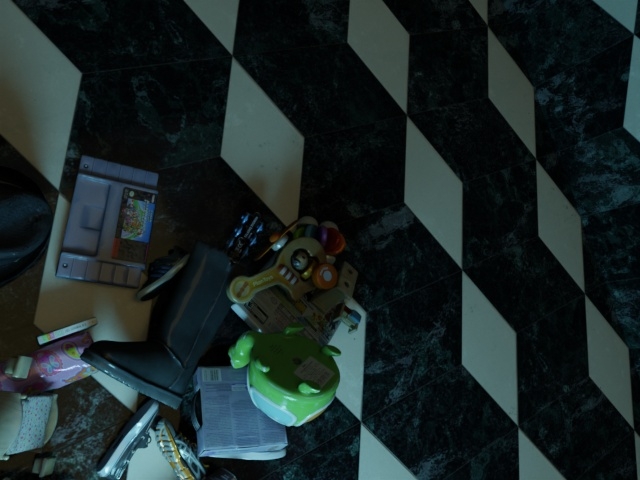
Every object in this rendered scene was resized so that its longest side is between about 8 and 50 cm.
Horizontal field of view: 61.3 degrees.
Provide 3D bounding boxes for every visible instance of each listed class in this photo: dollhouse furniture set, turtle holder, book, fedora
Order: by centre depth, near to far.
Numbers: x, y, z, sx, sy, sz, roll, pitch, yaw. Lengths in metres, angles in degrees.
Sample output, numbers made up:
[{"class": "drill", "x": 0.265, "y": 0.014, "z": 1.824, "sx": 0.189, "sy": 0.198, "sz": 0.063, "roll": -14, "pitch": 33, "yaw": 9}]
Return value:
[{"class": "dollhouse furniture set", "x": -0.621, "y": 0.469, "z": 1.271, "sx": 0.173, "sy": 0.303, "sz": 0.356, "roll": 8, "pitch": 74, "yaw": 3}, {"class": "fedora", "x": -0.789, "y": -0.037, "z": 1.324, "sx": 0.334, "sy": 0.152, "sz": 0.334, "roll": 0, "pitch": 90, "yaw": -57}, {"class": "book", "x": -0.669, "y": 0.241, "z": 1.429, "sx": 0.144, "sy": 0.096, "sz": 0.035, "roll": -19, "pitch": 88, "yaw": -31}, {"class": "turtle holder", "x": -0.114, "y": 0.388, "z": 1.518, "sx": 0.320, "sy": 0.227, "sz": 0.243, "roll": 14, "pitch": 33, "yaw": -5}, {"class": "dollhouse furniture set", "x": 0.090, "y": 0.191, "z": 1.797, "sx": 0.183, "sy": 0.129, "sz": 0.129, "roll": 41, "pitch": 40, "yaw": -19}]

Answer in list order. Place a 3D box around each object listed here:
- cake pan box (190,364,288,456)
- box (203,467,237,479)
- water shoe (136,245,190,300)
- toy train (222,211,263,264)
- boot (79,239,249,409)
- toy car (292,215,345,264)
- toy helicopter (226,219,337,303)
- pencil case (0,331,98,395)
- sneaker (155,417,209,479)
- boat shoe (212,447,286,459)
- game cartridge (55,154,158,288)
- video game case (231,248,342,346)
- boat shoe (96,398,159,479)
[{"class": "cake pan box", "x": -0.239, "y": 0.490, "z": 1.575, "sx": 0.266, "sy": 0.070, "sz": 0.246, "roll": 6, "pitch": 51, "yaw": -28}, {"class": "box", "x": -0.364, "y": 0.815, "z": 1.450, "sx": 0.381, "sy": 0.143, "sz": 0.191, "roll": -30, "pitch": 94, "yaw": -28}, {"class": "water shoe", "x": -0.473, "y": 0.097, "z": 1.593, "sx": 0.080, "sy": 0.073, "sz": 0.203, "roll": 41, "pitch": 57, "yaw": 10}, {"class": "toy train", "x": -0.248, "y": -0.008, "z": 1.705, "sx": 0.080, "sy": 0.105, "sz": 0.184, "roll": 34, "pitch": 65, "yaw": -15}, {"class": "boot", "x": -0.405, "y": 0.195, "z": 1.486, "sx": 0.445, "sy": 0.146, "sz": 0.367, "roll": -62, "pitch": 149, "yaw": -20}, {"class": "toy car", "x": 0.000, "y": 0.000, "z": 1.819, "sx": 0.182, "sy": 0.136, "sz": 0.159, "roll": 13, "pitch": 74, "yaw": -26}, {"class": "toy helicopter", "x": -0.132, "y": 0.083, "z": 1.650, "sx": 0.355, "sy": 0.140, "sz": 0.235, "roll": -22, "pitch": 96, "yaw": -33}, {"class": "pencil case", "x": -0.716, "y": 0.330, "z": 1.375, "sx": 0.284, "sy": 0.124, "sz": 0.124, "roll": -18, "pitch": 88, "yaw": -29}, {"class": "sneaker", "x": -0.392, "y": 0.591, "z": 1.522, "sx": 0.083, "sy": 0.084, "sz": 0.215, "roll": -31, "pitch": 99, "yaw": -43}, {"class": "boat shoe", "x": -0.218, "y": 0.596, "z": 1.599, "sx": 0.258, "sy": 0.095, "sz": 0.084, "roll": 13, "pitch": 78, "yaw": -27}, {"class": "game cartridge", "x": -0.601, "y": -0.051, "z": 1.552, "sx": 0.230, "sy": 0.068, "sz": 0.355, "roll": 11, "pitch": 74, "yaw": -22}, {"class": "video game case", "x": -0.092, "y": 0.228, "z": 1.731, "sx": 0.329, "sy": 0.036, "sz": 0.300, "roll": 48, "pitch": 44, "yaw": -11}, {"class": "boat shoe", "x": -0.503, "y": 0.546, "z": 1.467, "sx": 0.076, "sy": 0.080, "sz": 0.228, "roll": 43, "pitch": 64, "yaw": -21}]
